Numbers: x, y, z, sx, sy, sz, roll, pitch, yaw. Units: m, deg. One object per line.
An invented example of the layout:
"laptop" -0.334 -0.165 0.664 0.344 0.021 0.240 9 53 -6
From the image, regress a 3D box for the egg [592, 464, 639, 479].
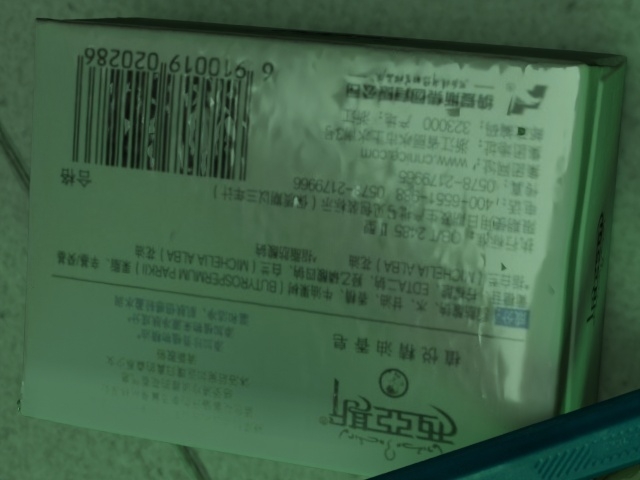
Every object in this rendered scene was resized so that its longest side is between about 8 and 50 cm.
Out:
"egg" 0.165 0.146 0.776 0.080 0.080 0.096 -25 85 22

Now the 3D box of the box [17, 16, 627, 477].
"box" 0.001 0.000 0.798 0.274 0.116 0.203 6 100 19

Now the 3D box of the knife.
"knife" 0.130 0.082 0.717 0.296 0.026 0.044 -14 113 -20
